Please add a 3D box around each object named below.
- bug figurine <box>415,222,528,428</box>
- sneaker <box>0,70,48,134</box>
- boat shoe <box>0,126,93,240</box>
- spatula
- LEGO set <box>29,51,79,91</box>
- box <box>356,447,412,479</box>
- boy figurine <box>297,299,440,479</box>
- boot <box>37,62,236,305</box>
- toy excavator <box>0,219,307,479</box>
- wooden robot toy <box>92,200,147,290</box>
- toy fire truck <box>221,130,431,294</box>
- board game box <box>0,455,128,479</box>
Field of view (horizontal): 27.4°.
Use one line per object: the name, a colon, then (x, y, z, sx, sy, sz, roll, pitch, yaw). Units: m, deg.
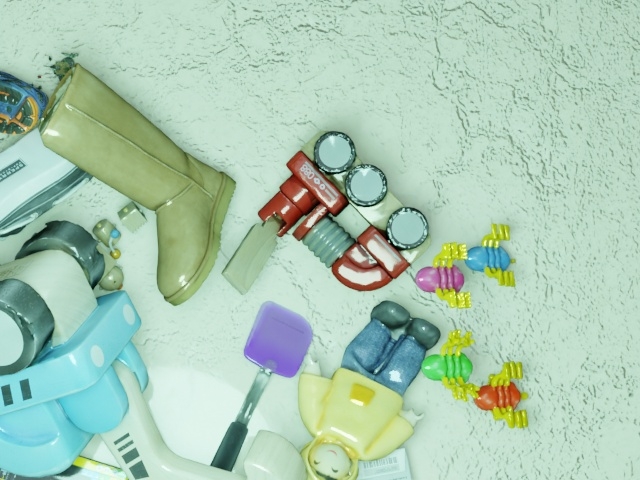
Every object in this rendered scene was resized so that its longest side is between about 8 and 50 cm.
bug figurine: (0.204, 0.113, 1.754, 0.216, 0.072, 0.279, 11, 72, -48)
sneaker: (-0.469, -0.203, 1.788, 0.221, 0.087, 0.083, 25, 111, 12)
boat shoe: (-0.433, -0.046, 1.745, 0.301, 0.102, 0.108, -37, 56, -18)
spatula: (-0.097, 0.227, 1.768, 0.084, 0.030, 0.296, 25, 78, -3)
LEGO set: (-0.367, -0.231, 1.829, 0.083, 0.023, 0.054, -25, 81, 4)
box: (0.060, 0.381, 1.753, 0.145, 0.038, 0.186, -10, 80, -6)
boy figurine: (0.043, 0.217, 1.732, 0.177, 0.092, 0.285, 33, 65, 1)
boot: (-0.252, -0.069, 1.702, 0.269, 0.089, 0.236, 36, 42, -24)
toy excavator: (-0.280, 0.210, 1.649, 0.433, 0.222, 0.445, -17, 110, 21)
wooden robot toy: (-0.294, 0.031, 1.778, 0.173, 0.076, 0.079, -49, 123, -11)
toy fire truck: (0.000, 0.000, 1.769, 0.246, 0.158, 0.217, -44, 87, 1)
board game box: (-0.350, 0.344, 1.714, 0.170, 0.048, 0.141, 17, 78, -2)
